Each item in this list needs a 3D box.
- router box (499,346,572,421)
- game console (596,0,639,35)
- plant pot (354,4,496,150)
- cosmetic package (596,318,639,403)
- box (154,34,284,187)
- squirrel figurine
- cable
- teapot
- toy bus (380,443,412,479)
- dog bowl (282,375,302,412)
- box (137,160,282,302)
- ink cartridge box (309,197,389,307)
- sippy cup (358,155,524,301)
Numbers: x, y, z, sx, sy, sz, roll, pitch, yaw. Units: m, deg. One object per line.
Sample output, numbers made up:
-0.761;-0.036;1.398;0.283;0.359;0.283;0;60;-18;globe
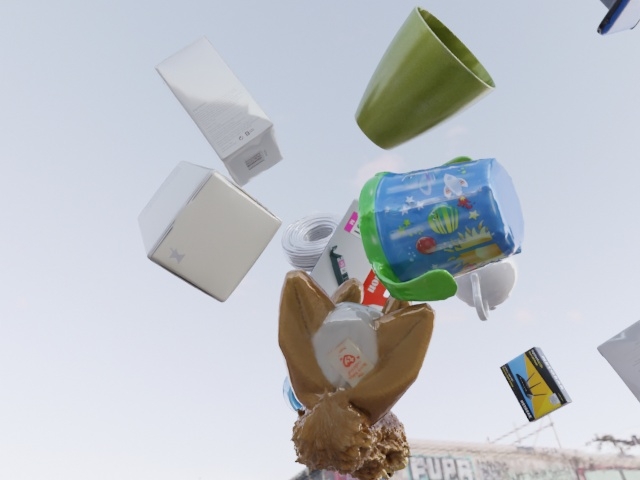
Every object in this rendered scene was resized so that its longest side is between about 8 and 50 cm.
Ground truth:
0.634;0.425;1.581;0.046;0.178;0.133;15;-48;-43;router box
0.722;-0.653;1.221;0.250;0.173;0.293;-23;-31;-33;game console
0.232;-0.373;1.338;0.275;0.274;0.293;26;-53;-31;plant pot
0.672;0.178;0.790;0.098;0.284;0.377;11;-48;-44;cosmetic package
-0.276;-0.353;1.495;0.168;0.345;0.215;-36;-14;-6;box
0.068;0.276;1.092;0.282;0.396;0.370;7;-11;10;squirrel figurine
0.000;0.000;1.742;0.258;0.257;0.089;-12;-58;6;cable
0.535;0.142;1.745;0.256;0.186;0.253;-20;7;-18;teapot
0.192;0.577;1.454;0.105;0.190;0.202;-16;-5;8;toy bus
0.024;0.448;1.686;0.298;0.165;0.074;-25;-2;-7;dog bowl
-0.147;-0.025;0.644;0.094;0.275;0.113;37;-93;-23;box
0.120;0.070;1.357;0.239;0.275;0.060;30;-7;-1;ink cartridge box
0.219;-0.033;0.925;0.224;0.305;0.240;-16;-23;35;sippy cup
